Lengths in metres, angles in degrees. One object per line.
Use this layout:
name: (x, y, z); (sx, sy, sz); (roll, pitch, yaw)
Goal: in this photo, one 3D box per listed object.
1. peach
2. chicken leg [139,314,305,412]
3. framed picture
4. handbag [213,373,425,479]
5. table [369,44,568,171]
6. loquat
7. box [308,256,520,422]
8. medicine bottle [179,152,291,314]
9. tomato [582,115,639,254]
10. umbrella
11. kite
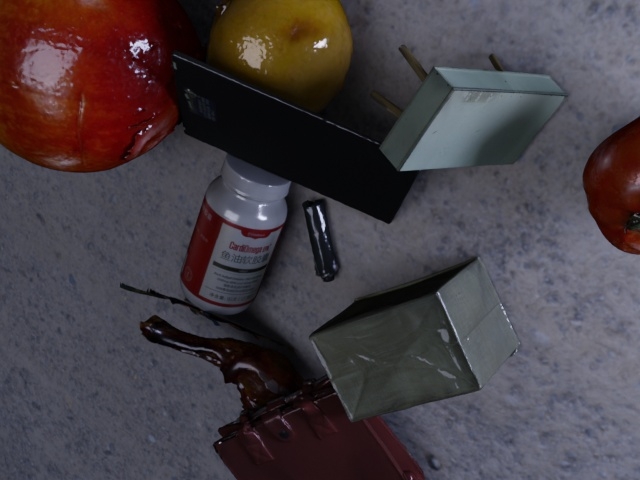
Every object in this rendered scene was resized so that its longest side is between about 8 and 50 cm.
peach: (-0.342, -0.266, 1.311); (0.370, 0.370, 0.370); (12, 114, 28)
chicken leg: (-0.118, 0.237, 1.489); (0.407, 0.096, 0.158); (40, 114, -4)
framed picture: (-0.038, -0.129, 1.209); (0.338, 0.014, 0.255); (24, 164, 3)
handbag: (0.001, 0.357, 1.419); (0.260, 0.084, 0.276); (-27, 109, 22)
table: (0.170, -0.169, 1.094); (0.111, 0.240, 0.122); (53, 128, 26)
loquat: (-0.057, -0.263, 1.209); (0.208, 0.208, 0.208); (12, 114, 28)
box: (0.135, 0.145, 1.283); (0.231, 0.149, 0.155); (-21, 95, 36)
medicine bottle: (-0.131, -0.011, 1.400); (0.131, 0.131, 0.250); (34, 123, 17)
tomato: (0.387, -0.073, 1.033); (0.187, 0.151, 0.187); (13, 156, 6)
umbrella: (0.002, 0.000, 1.384); (0.036, 0.031, 0.133); (-1, 109, 34)
kite: (-0.196, 0.123, 1.491); (0.016, 0.321, 0.234); (-67, 22, -6)
